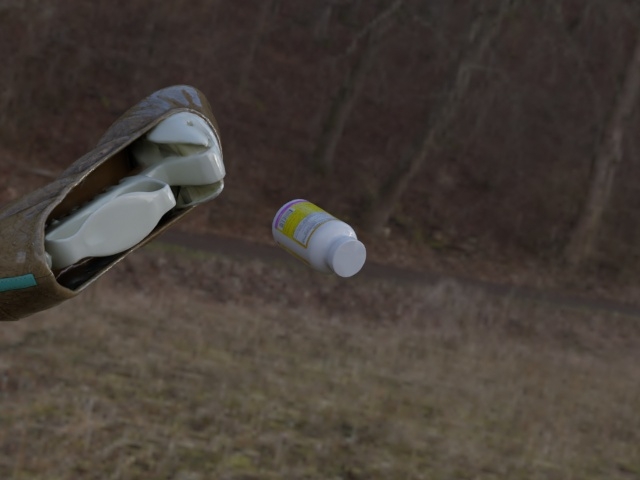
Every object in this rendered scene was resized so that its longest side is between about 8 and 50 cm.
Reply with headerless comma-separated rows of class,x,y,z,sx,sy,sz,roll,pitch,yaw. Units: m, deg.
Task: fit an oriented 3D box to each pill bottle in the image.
pill bottle,0.000,0.000,0.990,0.043,0.043,0.083,11,13,-37

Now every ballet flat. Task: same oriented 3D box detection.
ballet flat,-0.161,-0.043,1.109,0.124,0.116,0.342,-5,24,38
